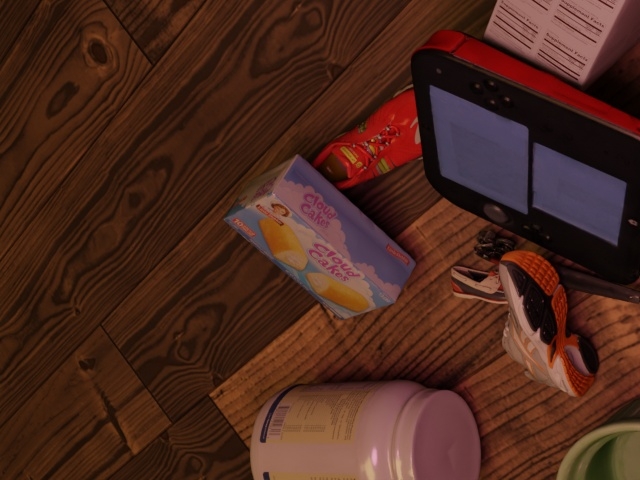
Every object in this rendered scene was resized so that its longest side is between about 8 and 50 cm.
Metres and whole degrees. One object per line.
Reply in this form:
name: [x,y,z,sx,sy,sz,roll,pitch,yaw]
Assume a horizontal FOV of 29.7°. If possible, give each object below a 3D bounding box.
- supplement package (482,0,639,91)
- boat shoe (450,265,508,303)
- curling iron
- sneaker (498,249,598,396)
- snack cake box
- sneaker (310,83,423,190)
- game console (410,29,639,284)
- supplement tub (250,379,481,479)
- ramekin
supplement package: [0.331,-0.319,1.466,0.149,0.194,0.203,38,145,16]
boat shoe: [0.257,0.066,1.828,0.137,0.049,0.043,6,111,40]
curling iron: [0.336,0.045,1.745,0.274,0.035,0.068,23,167,32]
sneaker: [0.300,0.124,1.757,0.121,0.099,0.262,1,130,45]
snack cake box: [0.000,0.000,1.879,0.264,0.089,0.152,41,148,-17]
sneaker: [0.081,-0.137,1.818,0.279,0.118,0.107,-34,90,42]
game console: [0.280,-0.100,1.596,0.342,0.060,0.387,32,162,23]
supplement tub: [0.073,0.347,1.967,0.324,0.235,0.236,-7,105,39]
ramekin: [0.502,0.364,1.710,0.303,0.148,0.304,15,118,31]
